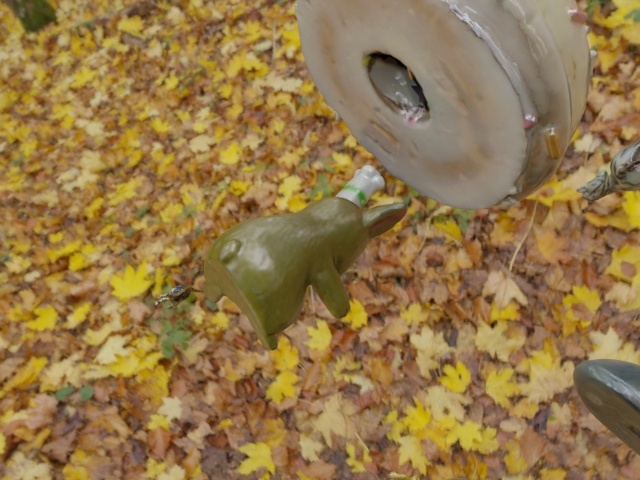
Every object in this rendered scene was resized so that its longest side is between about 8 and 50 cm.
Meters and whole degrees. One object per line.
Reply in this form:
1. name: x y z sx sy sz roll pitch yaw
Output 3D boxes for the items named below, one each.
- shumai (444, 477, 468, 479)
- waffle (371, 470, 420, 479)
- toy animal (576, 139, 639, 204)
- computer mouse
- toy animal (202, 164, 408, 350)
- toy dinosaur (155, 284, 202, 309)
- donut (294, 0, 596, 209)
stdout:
1. shumai: 0.293 0.608 1.200 0.304 0.263 0.309 13 60 53
2. waffle: 0.074 0.567 1.512 0.281 0.262 0.060 -7 71 -35
3. toy animal: 0.602 -0.143 1.310 0.170 0.255 0.089 -33 76 -3
4. computer mouse: 0.643 0.345 1.282 0.122 0.188 0.371 -37 63 -12
5. toy animal: -0.006 0.018 1.088 0.363 0.180 0.181 -21 37 -33
6. toy dinosaur: -0.267 0.104 1.305 0.058 0.180 0.037 -21 93 14
7. donut: 0.129 -0.207 0.772 0.142 0.382 0.383 -40 60 -19
